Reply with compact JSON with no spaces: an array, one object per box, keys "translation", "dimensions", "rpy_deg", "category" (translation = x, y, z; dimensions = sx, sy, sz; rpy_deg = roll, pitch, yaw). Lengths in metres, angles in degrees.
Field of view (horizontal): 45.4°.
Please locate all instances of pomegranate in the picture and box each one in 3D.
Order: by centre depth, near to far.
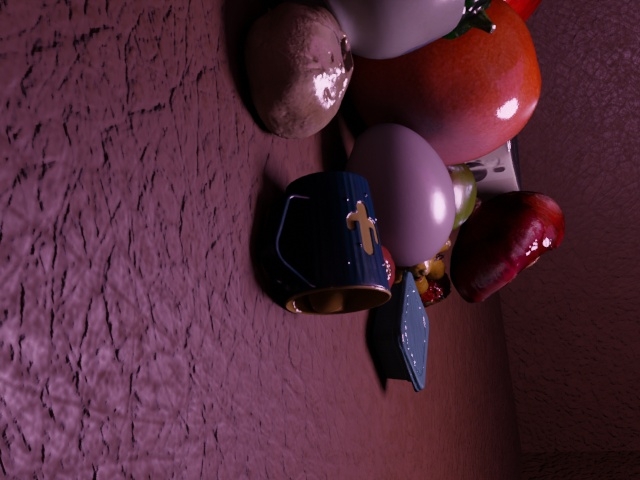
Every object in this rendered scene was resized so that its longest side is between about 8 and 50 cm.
[{"translation":[0.207,-0.069,1.508],"dimensions":[0.187,0.186,0.225],"rpy_deg":[-51,156,-65],"category":"pomegranate"}]

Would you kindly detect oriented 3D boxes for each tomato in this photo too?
[{"translation":[0.193,-0.267,1.309],"dimensions":[0.273,0.341,0.341],"rpy_deg":[-59,143,-32],"category":"tomato"}]

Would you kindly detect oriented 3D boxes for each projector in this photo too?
[{"translation":[0.305,-0.212,1.696],"dimensions":[0.249,0.249,0.248],"rpy_deg":[61,28,-50],"category":"projector"}]

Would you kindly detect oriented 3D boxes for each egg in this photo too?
[{"translation":[0.122,-0.075,1.219],"dimensions":[0.176,0.176,0.232],"rpy_deg":[-68,139,-55],"category":"egg"}]

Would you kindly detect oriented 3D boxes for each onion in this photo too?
[{"translation":[0.353,-0.006,1.565],"dimensions":[0.195,0.272,0.272],"rpy_deg":[45,24,-2],"category":"onion"}]

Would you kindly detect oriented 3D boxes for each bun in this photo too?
[{"translation":[-0.017,-0.216,0.944],"dimensions":[0.166,0.113,0.173],"rpy_deg":[42,47,-64],"category":"bun"}]

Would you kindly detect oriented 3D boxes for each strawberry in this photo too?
[{"translation":[0.219,0.089,1.588],"dimensions":[0.106,0.106,0.106],"rpy_deg":[-6,90,-72],"category":"strawberry"}]

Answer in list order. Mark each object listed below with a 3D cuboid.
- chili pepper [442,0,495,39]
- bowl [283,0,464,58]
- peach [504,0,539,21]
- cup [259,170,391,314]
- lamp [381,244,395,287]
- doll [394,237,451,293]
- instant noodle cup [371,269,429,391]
[{"translation":[0.147,-0.383,1.110],"dimensions":[0.099,0.270,0.136],"rpy_deg":[-47,167,-17],"category":"chili pepper"},{"translation":[0.038,-0.348,1.023],"dimensions":[0.146,0.289,0.289],"rpy_deg":[-45,142,-11],"category":"bowl"},{"translation":[0.325,-0.598,1.645],"dimensions":[0.388,0.388,0.389],"rpy_deg":[-6,90,-72],"category":"peach"},{"translation":[0.000,0.000,0.943],"dimensions":[0.176,0.131,0.155],"rpy_deg":[16,62,-43],"category":"cup"},{"translation":[0.065,0.046,1.145],"dimensions":[0.101,0.090,0.101],"rpy_deg":[5,80,-32],"category":"lamp"},{"translation":[0.191,0.043,1.443],"dimensions":[0.209,0.137,0.097],"rpy_deg":[49,13,-52],"category":"doll"},{"translation":[0.142,0.162,1.365],"dimensions":[0.179,0.070,0.157],"rpy_deg":[-75,150,-47],"category":"instant noodle cup"}]
